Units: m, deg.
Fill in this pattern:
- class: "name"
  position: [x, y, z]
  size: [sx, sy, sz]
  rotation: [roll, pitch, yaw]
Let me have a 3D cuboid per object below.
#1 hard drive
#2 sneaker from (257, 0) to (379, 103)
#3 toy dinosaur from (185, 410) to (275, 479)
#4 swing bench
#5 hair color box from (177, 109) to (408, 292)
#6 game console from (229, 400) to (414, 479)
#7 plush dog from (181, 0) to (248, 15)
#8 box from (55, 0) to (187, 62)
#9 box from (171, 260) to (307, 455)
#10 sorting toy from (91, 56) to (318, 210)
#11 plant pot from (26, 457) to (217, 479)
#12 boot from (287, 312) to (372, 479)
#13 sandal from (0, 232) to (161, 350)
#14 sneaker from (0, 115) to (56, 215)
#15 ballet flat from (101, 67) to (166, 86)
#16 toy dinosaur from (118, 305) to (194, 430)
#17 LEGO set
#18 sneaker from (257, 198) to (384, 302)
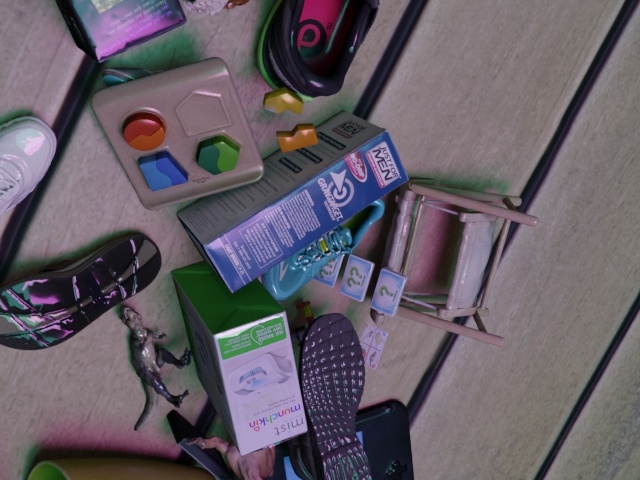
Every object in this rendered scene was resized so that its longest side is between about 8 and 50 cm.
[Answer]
- class: "hard drive"
  position: [-0.221, 0.373, 1.585]
  size: [0.022, 0.094, 0.135]
  rotation: [-40, 121, -2]
- class: "sneaker"
  position: [0.040, -0.439, 1.328]
  size: [0.185, 0.202, 0.482]
  rotation: [2, 109, -26]
- class: "toy dinosaur"
  position: [-0.120, 0.398, 1.552]
  size: [0.127, 0.296, 0.200]
  rotation: [-22, 94, 10]
- class: "swing bench"
  position: [0.234, 0.032, 1.619]
  size: [0.255, 0.165, 0.253]
  rotation: [12, 106, -4]
- class: "hair color box"
  position: [-0.048, -0.072, 1.447]
  size: [0.347, 0.174, 0.105]
  rotation: [-33, 119, -10]
- class: "game console"
  position: [0.016, 0.525, 1.777]
  size: [0.387, 0.060, 0.342]
  rotation: [-14, 115, -20]
- class: "plush dog"
  position: [-0.122, -0.454, 1.236]
  size: [0.211, 0.225, 0.262]
  rotation: [-11, 101, -12]
- class: "box"
  position: [-0.315, -0.404, 1.198]
  size: [0.143, 0.165, 0.270]
  rotation: [-28, 119, -14]
- class: "box"
  position: [-0.135, 0.179, 1.454]
  size: [0.127, 0.262, 0.231]
  rotation: [-17, 117, -18]
- class: "sorting toy"
  position: [-0.168, -0.167, 1.348]
  size: [0.307, 0.041, 0.229]
  rotation: [-15, 132, 3]
- class: "plant pot"
  position: [-0.320, 0.490, 1.510]
  size: [0.294, 0.275, 0.274]
  rotation: [-2, 111, -40]
- class: "boot"
  position: [-0.015, 0.284, 1.532]
  size: [0.118, 0.223, 0.338]
  rotation: [-4, 94, -23]
- class: "sandal"
  position: [-0.397, 0.080, 1.403]
  size: [0.303, 0.086, 0.120]
  rotation: [-26, 113, -31]
- class: "sneaker"
  position: [-0.496, -0.059, 1.278]
  size: [0.292, 0.118, 0.110]
  rotation: [-46, 119, -4]
- class: "ballet flat"
  position: [-0.242, -0.227, 1.369]
  size: [0.213, 0.072, 0.068]
  rotation: [30, 67, -32]
- class: "toy dinosaur"
  position: [-0.280, 0.226, 1.504]
  size: [0.064, 0.118, 0.268]
  rotation: [-43, 137, -55]
- class: "LEGO set"
  position: [0.033, 0.145, 1.572]
  size: [0.060, 0.182, 0.244]
  rotation: [-9, 120, -60]
- class: "sneaker"
  position: [0.000, 0.000, 1.500]
  size: [0.275, 0.110, 0.107]
  rotation: [-44, 116, -25]
